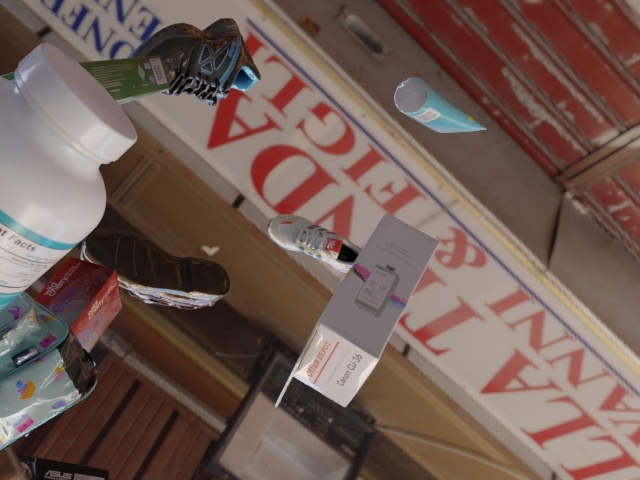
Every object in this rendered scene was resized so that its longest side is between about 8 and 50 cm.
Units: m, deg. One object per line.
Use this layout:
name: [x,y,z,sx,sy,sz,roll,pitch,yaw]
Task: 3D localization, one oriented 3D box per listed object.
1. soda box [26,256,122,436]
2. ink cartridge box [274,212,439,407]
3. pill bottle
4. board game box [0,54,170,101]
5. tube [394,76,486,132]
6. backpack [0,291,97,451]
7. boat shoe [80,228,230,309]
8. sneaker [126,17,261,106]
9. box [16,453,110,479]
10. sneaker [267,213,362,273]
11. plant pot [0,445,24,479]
soda box: [-0.394,0.145,1.067,0.084,0.092,0.263,15,-138,10]
ink cartridge box: [0.037,0.082,0.720,0.067,0.115,0.198,30,-127,6]
pill bottle: [-0.262,-0.021,0.533,0.146,0.264,0.146,49,-175,-6]
board game box: [-0.309,-0.139,0.766,0.317,0.214,0.046,-68,-37,-73]
tube: [0.178,-0.189,1.099,0.207,0.080,0.052,13,-93,-59]
backpack: [-0.342,0.132,0.716,0.188,0.166,0.144,-41,-50,-25]
boat shoe: [-0.318,0.073,1.367,0.307,0.104,0.110,24,-135,-38]
sneaker: [-0.229,-0.317,1.347,0.139,0.125,0.341,57,-140,-3]
box: [-0.486,0.455,1.291,0.180,0.147,0.077,20,-139,-26]
sneaker: [0.000,0.000,1.116,0.161,0.075,0.057,27,-105,-14]
plant pot: [-0.517,0.239,0.851,0.263,0.263,0.229,-21,-101,-46]
